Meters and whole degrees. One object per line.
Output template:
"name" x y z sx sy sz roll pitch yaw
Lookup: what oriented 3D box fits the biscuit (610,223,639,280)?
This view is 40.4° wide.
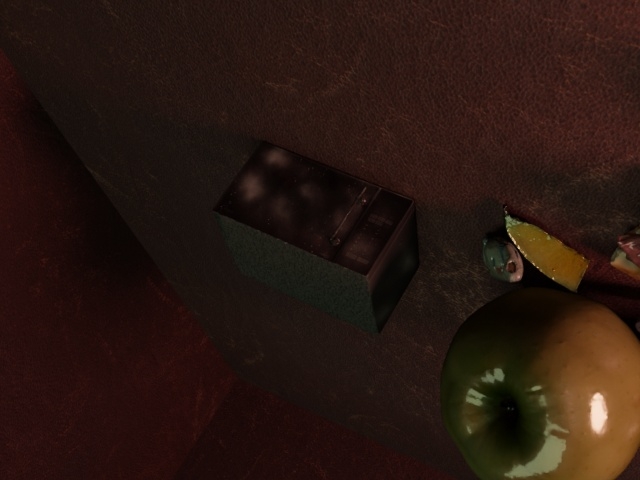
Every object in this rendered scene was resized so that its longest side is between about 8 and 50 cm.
"biscuit" 0.675 0.014 1.602 0.204 0.040 0.309 30 156 9

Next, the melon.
"melon" 0.474 0.015 1.844 0.261 0.053 0.114 38 148 -11

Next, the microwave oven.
"microwave oven" 0.000 0.000 2.170 0.432 0.236 0.374 23 155 22

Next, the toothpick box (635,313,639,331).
"toothpick box" 0.687 0.150 1.787 0.052 0.083 0.052 27 155 14

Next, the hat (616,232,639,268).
"hat" 0.679 0.068 1.517 0.236 0.107 0.286 35 163 -30

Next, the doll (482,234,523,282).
"doll" 0.400 0.040 1.903 0.214 0.071 0.104 -108 2 -78

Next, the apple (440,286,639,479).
"apple" 0.494 0.321 1.874 0.473 0.474 0.474 27 155 14
